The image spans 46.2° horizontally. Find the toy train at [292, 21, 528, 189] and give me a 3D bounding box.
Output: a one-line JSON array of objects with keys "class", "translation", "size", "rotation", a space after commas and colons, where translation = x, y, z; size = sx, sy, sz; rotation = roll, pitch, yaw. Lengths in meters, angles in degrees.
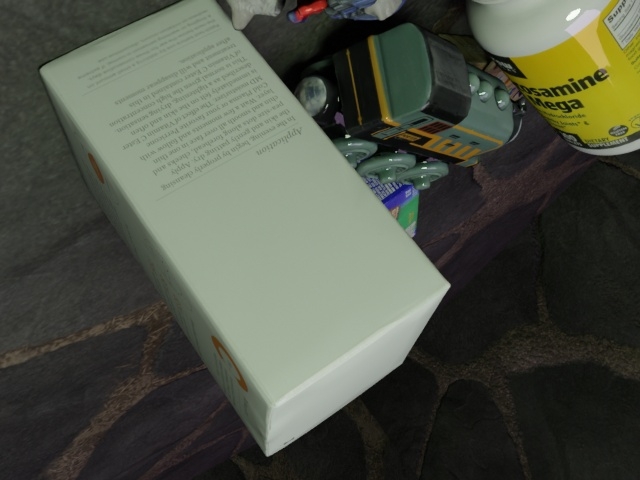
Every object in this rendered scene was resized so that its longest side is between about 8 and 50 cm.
[{"class": "toy train", "translation": [0.117, -0.153, 0.904], "size": [0.190, 0.142, 0.334], "rotation": [-15, 167, 36]}]

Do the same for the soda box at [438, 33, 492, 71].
[{"class": "soda box", "translation": [0.216, -0.254, 1.085], "size": [0.181, 0.061, 0.058], "rotation": [-15, 152, -51]}]

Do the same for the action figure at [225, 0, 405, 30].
[{"class": "action figure", "translation": [0.050, -0.293, 0.631], "size": [0.330, 0.178, 0.341], "rotation": [-33, -168, 3]}]

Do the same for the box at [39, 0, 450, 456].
[{"class": "box", "translation": [-0.075, -0.010, 0.679], "size": [0.168, 0.345, 0.215], "rotation": [-32, 161, -18]}]

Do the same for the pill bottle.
[{"class": "pill bottle", "translation": [0.288, -0.254, 0.864], "size": [0.188, 0.188, 0.334], "rotation": [-43, 131, 17]}]

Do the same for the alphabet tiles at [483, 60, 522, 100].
[{"class": "alphabet tiles", "translation": [0.275, -0.232, 1.134], "size": [0.198, 0.009, 0.237], "rotation": [-20, 156, -45]}]

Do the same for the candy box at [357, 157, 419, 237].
[{"class": "candy box", "translation": [0.000, 0.000, 1.202], "size": [0.317, 0.122, 0.268], "rotation": [-35, 162, -5]}]
